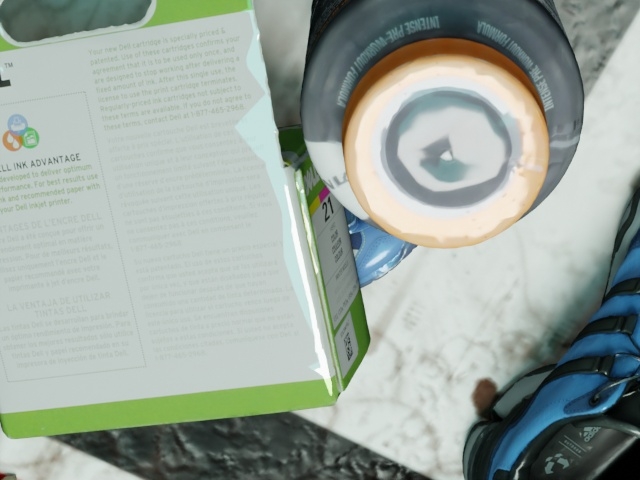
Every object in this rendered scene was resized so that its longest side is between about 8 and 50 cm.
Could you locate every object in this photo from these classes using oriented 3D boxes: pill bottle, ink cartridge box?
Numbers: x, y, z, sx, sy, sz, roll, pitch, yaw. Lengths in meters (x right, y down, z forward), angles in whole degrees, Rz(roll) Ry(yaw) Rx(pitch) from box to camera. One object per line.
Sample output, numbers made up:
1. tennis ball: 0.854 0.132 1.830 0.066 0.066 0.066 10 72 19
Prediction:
1. pill bottle: 0.056 -0.079 0.839 0.130 0.246 0.130 1 111 2
2. ink cartridge box: -0.092 -0.038 0.906 0.188 0.097 0.255 -7 104 15

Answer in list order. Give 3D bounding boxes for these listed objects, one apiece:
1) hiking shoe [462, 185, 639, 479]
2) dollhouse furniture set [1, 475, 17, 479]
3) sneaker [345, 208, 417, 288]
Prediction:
1. hiking shoe: 0.191 0.067 0.953 0.113 0.132 0.304 28 109 -9
2. dollhouse furniture set: -0.333 0.243 1.036 0.262 0.135 0.259 10 111 -2
3. sneaker: 0.000 0.000 0.976 0.144 0.053 0.059 -28 106 11
